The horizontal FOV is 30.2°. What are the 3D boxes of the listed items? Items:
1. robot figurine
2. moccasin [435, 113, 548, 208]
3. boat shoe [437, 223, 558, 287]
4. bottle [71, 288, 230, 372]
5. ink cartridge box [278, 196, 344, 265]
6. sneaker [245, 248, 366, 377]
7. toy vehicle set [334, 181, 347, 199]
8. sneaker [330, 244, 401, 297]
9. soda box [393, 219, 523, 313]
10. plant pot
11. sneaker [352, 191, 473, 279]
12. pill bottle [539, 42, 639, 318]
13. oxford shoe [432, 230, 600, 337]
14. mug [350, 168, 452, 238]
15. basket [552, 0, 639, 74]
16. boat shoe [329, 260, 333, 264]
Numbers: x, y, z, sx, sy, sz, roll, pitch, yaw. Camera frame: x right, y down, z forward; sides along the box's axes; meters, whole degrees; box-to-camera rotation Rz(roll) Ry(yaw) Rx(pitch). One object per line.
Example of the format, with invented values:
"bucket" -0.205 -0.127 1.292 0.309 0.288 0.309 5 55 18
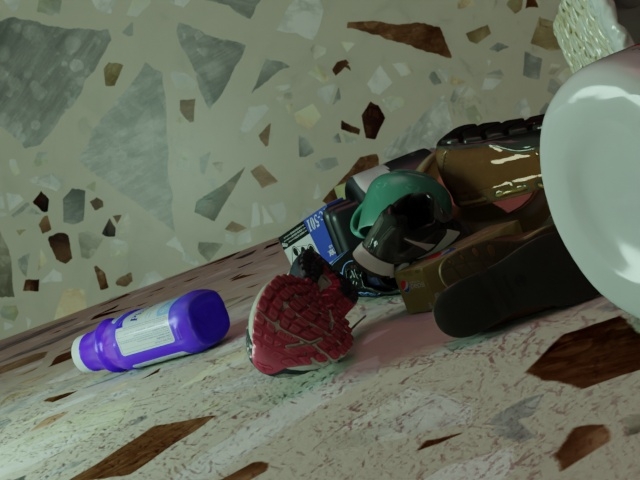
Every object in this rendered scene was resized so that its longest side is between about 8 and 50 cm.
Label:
"robot figurine" 0.149 -0.051 1.969 0.278 0.173 0.209 -22 47 -10
"moccasin" 0.343 -0.102 1.667 0.380 0.147 0.139 -7 22 30
"boat shoe" 0.222 0.026 1.433 0.178 0.064 0.060 -15 -2 -14
"bottle" -0.283 0.155 1.921 0.283 0.092 0.118 -18 7 34
"ink cartridge box" 0.000 0.000 2.231 0.046 0.097 0.207 -24 -4 -32
"sneaker" -0.028 0.106 1.395 0.112 0.121 0.299 -50 -2 15
"toy vehicle set" 0.170 -0.138 2.277 0.267 0.035 0.166 -21 3 -13
"sneaker" 0.079 0.042 1.711 0.232 0.081 0.090 -14 1 45
"soda box" 0.184 0.033 1.514 0.181 0.058 0.061 -25 6 -34
"plant pot" 0.249 -0.086 1.838 0.236 0.032 0.236 -5 46 6
"sneaker" 0.142 -0.015 1.557 0.234 0.078 0.106 -10 -49 -49
"pill bottle" 0.410 -0.101 1.014 0.407 0.229 0.229 -23 5 -23
"oxford shoe" 0.216 0.041 1.220 0.212 0.076 0.076 -19 -8 4
"mug" 0.115 -0.048 1.748 0.157 0.097 0.129 9 -15 16
"basket" 0.583 -0.321 1.898 0.328 0.331 0.266 -22 -11 -8
"boat shoe" 0.059 0.043 2.123 0.100 0.035 0.035 -19 30 -34
